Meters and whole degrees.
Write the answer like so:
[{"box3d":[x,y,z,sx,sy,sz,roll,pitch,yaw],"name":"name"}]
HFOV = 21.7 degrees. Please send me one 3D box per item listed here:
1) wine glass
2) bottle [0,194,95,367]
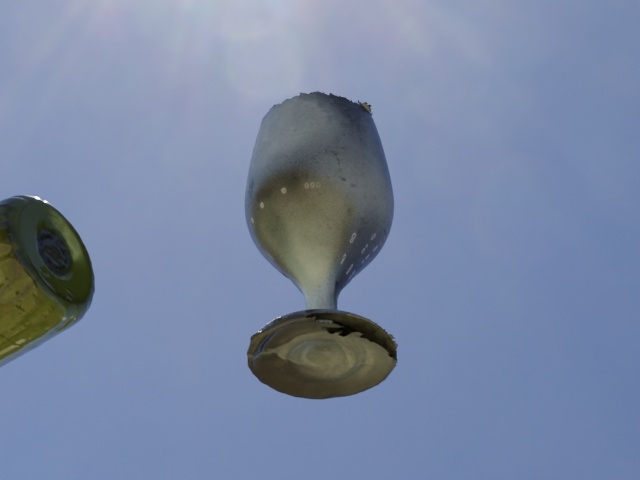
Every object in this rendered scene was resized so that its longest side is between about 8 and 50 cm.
[{"box3d":[0.000,0.000,1.332,0.126,0.241,0.126,0,-38,0],"name":"wine glass"},{"box3d":[-0.302,0.066,1.297,0.260,0.112,0.112,-29,-70,22],"name":"bottle"}]
